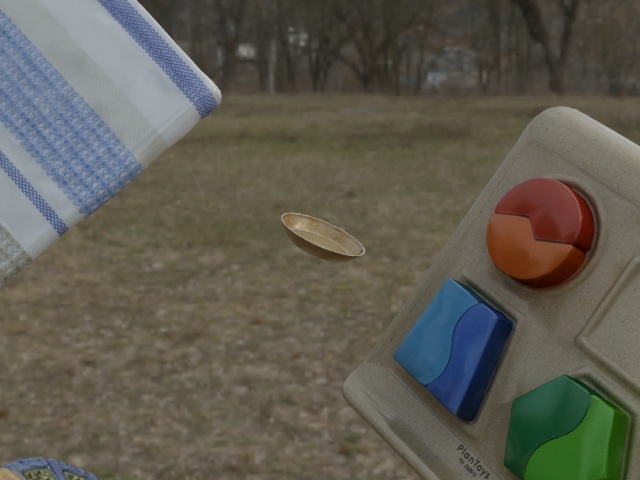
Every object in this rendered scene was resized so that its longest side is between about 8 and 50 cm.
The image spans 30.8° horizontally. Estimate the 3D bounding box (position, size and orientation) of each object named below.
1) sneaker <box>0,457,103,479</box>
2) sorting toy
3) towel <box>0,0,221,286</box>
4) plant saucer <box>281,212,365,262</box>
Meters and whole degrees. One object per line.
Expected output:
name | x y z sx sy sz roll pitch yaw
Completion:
sneaker | -0.214 0.205 0.694 0.296 0.131 0.112 29 22 -51
sorting toy | 0.159 0.076 0.616 0.041 0.229 0.307 31 8 -47
towel | -0.233 -0.081 0.785 0.285 0.209 0.034 -42 -9 -14
plant saucer | 0.000 0.000 1.065 0.083 0.015 0.083 21 17 -7
